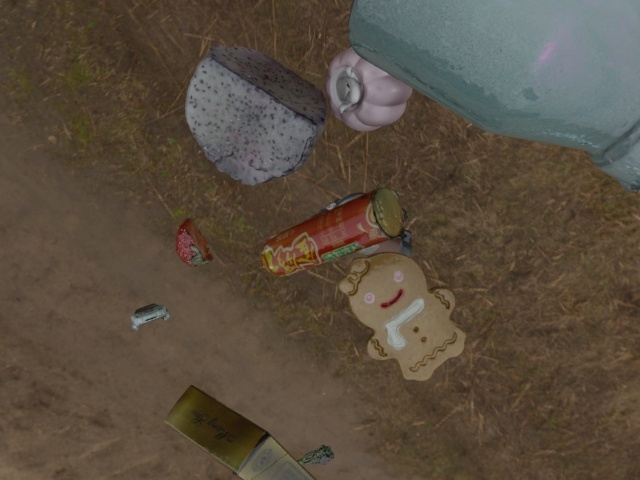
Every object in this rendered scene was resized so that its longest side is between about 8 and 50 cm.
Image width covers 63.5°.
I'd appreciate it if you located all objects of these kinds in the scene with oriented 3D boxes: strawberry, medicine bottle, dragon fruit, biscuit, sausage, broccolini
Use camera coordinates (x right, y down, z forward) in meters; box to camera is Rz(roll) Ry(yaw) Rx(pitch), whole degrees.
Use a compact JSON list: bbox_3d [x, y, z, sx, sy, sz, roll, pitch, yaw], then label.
[{"bbox_3d":[-0.379,0.003,1.504,0.082,0.187,0.146,-20,135,-1],"label":"strawberry"},{"bbox_3d":[0.206,-0.198,0.445,0.290,0.245,0.245,35,117,6],"label":"medicine bottle"},{"bbox_3d":[-0.135,-0.264,1.115,0.283,0.221,0.204,32,123,-6],"label":"dragon fruit"},{"bbox_3d":[0.143,0.123,0.904,0.184,0.035,0.248,-35,94,-3],"label":"biscuit"},{"bbox_3d":[0.000,0.000,0.764,0.264,0.083,0.083,-23,123,38],"label":"sausage"},{"bbox_3d":[-0.080,0.704,1.648,0.255,0.057,0.071,-16,85,7],"label":"broccolini"}]

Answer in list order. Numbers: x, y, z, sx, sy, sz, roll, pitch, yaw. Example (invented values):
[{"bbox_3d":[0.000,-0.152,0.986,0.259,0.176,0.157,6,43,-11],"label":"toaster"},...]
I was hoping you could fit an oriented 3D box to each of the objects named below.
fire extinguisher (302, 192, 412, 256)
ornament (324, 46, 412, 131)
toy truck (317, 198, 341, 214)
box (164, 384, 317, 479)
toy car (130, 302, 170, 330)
[{"bbox_3d":[0.132,-0.047,1.547,0.376,0.113,0.200,20,109,-36],"label":"fire extinguisher"},{"bbox_3d":[0.092,-0.311,1.053,0.178,0.177,0.177,-1,122,-2],"label":"ornament"},{"bbox_3d":[0.096,-0.064,1.774,0.110,0.116,0.216,-37,157,29],"label":"toy truck"},{"bbox_3d":[-0.108,0.322,0.777,0.159,0.071,0.240,21,152,34],"label":"box"},{"bbox_3d":[-0.454,0.199,1.367,0.095,0.205,0.056,-19,85,-21],"label":"toy car"}]
